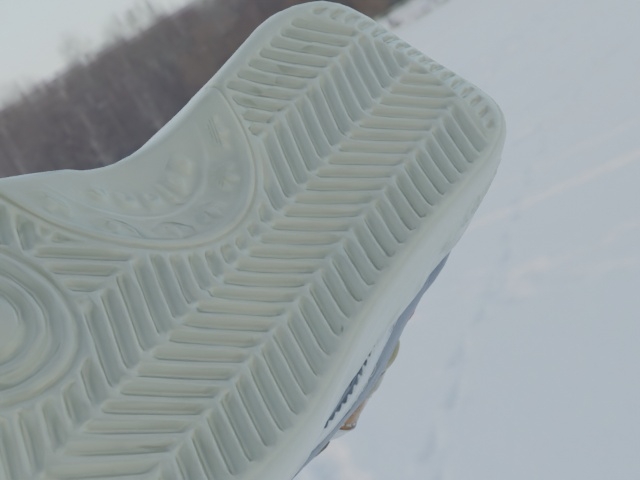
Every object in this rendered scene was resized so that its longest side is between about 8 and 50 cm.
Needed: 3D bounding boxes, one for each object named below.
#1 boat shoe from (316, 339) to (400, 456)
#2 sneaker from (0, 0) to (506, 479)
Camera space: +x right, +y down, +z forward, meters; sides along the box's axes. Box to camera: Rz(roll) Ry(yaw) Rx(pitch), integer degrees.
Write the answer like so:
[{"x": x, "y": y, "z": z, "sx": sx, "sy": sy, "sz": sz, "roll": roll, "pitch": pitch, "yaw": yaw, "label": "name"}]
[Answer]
[{"x": 0.000, "y": 0.000, "z": 0.983, "sx": 0.103, "sy": 0.113, "sz": 0.302, "roll": -38, "pitch": 36, "yaw": 28, "label": "boat shoe"}, {"x": -0.060, "y": 0.051, "z": 0.483, "sx": 0.350, "sy": 0.131, "sz": 0.148, "roll": -35, "pitch": -22, "yaw": -51, "label": "sneaker"}]
